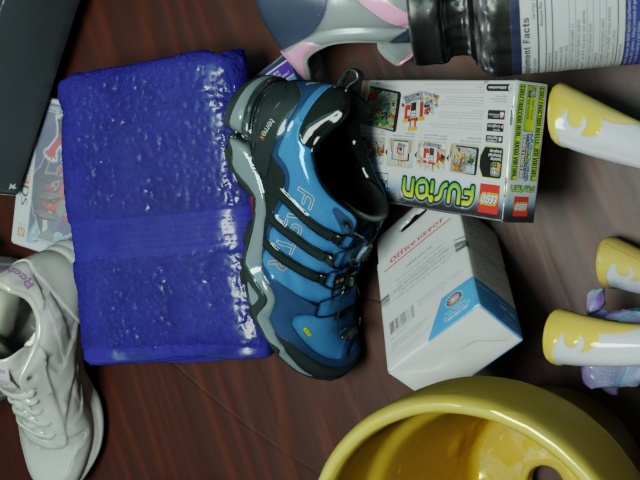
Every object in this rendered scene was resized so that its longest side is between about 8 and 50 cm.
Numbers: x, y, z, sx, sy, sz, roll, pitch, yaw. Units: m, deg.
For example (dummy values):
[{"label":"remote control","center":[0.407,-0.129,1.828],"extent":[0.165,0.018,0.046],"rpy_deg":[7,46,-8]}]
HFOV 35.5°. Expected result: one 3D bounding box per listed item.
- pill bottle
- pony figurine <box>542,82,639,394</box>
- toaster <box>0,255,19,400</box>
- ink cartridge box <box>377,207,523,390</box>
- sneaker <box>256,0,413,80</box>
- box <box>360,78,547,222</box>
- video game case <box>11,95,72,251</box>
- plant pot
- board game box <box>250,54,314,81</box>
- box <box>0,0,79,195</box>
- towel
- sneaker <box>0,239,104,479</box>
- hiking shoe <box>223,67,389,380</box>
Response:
[{"label":"pill bottle","center":[0.178,-0.189,0.759],"extent":[0.219,0.123,0.123],"rpy_deg":[-3,94,11]},{"label":"pony figurine","center":[0.338,0.029,0.693],"extent":[0.363,0.303,0.351],"rpy_deg":[0,86,45]},{"label":"toaster","center":[-0.421,0.114,1.182],"extent":[0.129,0.146,0.227],"rpy_deg":[2,95,31]},{"label":"ink cartridge box","center":[0.109,0.040,0.887],"extent":[0.060,0.180,0.104],"rpy_deg":[35,120,-25]},{"label":"sneaker","center":[0.095,-0.230,0.891],"extent":[0.319,0.112,0.131],"rpy_deg":[-7,118,27]},{"label":"box","center":[0.104,-0.083,0.869],"extent":[0.207,0.036,0.114],"rpy_deg":[15,102,55]},{"label":"video game case","center":[-0.270,-0.063,1.148],"extent":[0.201,0.023,0.183],"rpy_deg":[15,103,28]},{"label":"plant pot","center":[0.156,0.223,0.808],"extent":[0.254,0.239,0.254],"rpy_deg":[3,96,29]},{"label":"board game box","center":[-0.074,-0.081,1.026],"extent":[0.201,0.035,0.136],"rpy_deg":[-30,80,29]},{"label":"box","center":[-0.397,-0.208,1.147],"extent":[0.184,0.103,0.261],"rpy_deg":[34,111,30]},{"label":"towel","center":[-0.154,-0.028,1.021],"extent":[0.227,0.076,0.308],"rpy_deg":[-4,93,24]},{"label":"sneaker","center":[-0.325,0.155,1.123],"extent":[0.114,0.152,0.305],"rpy_deg":[12,108,27]},{"label":"hiking shoe","center":[0.000,0.000,0.909],"extent":[0.132,0.113,0.304],"rpy_deg":[6,118,39]}]
